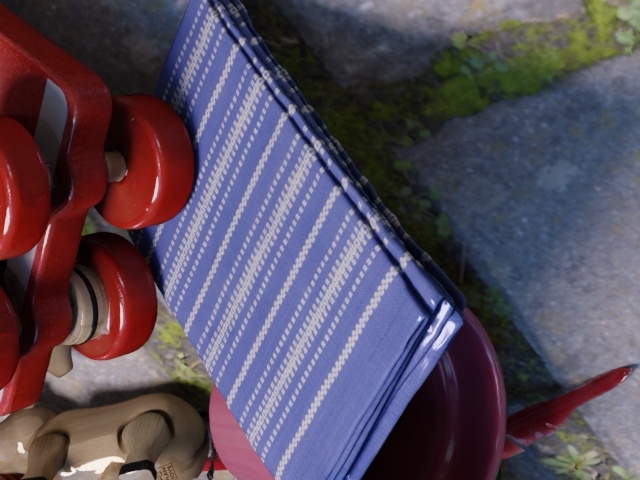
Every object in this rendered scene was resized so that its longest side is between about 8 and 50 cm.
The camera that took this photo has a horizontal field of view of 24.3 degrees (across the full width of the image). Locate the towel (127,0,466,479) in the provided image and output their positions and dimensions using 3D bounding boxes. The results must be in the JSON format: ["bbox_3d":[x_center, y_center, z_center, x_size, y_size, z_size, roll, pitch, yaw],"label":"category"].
[{"bbox_3d":[-0.037,0.008,1.056,0.336,0.040,0.243,56,136,31],"label":"towel"}]

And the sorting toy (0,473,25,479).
[{"bbox_3d":[-0.332,0.267,1.555,0.102,0.042,0.061,-24,104,48],"label":"sorting toy"}]

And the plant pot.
[{"bbox_3d":[0.017,0.138,1.180,0.180,0.201,0.201,-6,130,43],"label":"plant pot"}]

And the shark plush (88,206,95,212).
[{"bbox_3d":[-0.216,-0.050,1.217,0.161,0.073,0.067,-18,91,38],"label":"shark plush"}]

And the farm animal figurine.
[{"bbox_3d":[-0.249,0.182,1.367,0.327,0.172,0.330,5,124,3],"label":"farm animal figurine"}]

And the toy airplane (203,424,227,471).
[{"bbox_3d":[-0.056,0.231,1.425,0.151,0.028,0.151,11,134,12],"label":"toy airplane"}]

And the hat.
[{"bbox_3d":[0.116,0.153,1.276,0.209,0.173,0.183,10,102,-17],"label":"hat"}]

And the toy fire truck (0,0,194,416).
[{"bbox_3d":[-0.251,-0.034,1.128,0.254,0.169,0.302,39,125,31],"label":"toy fire truck"}]
